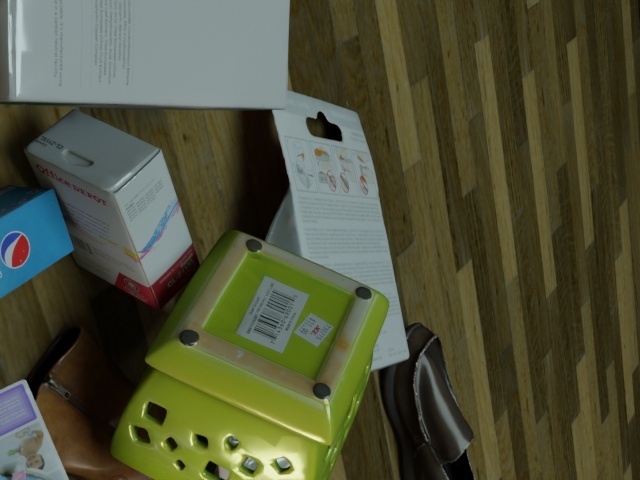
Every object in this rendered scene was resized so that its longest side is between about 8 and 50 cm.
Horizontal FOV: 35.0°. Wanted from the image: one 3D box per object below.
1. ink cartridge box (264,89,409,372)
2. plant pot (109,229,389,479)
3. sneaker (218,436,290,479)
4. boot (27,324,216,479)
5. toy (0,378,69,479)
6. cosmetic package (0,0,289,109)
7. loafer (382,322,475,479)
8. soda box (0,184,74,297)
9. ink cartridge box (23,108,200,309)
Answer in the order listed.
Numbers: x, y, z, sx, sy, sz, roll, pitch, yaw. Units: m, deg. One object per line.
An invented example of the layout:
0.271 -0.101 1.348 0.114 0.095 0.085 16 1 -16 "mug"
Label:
0.000 0.000 1.396 0.308 0.091 0.385 0 76 -66 "ink cartridge box"
-0.064 0.134 1.054 0.207 0.227 0.228 110 6 -46 "plant pot"
-0.085 0.315 1.262 0.130 0.236 0.323 -5 80 -23 "sneaker"
-0.233 0.271 1.091 0.280 0.096 0.264 53 53 -44 "boot"
-0.300 0.268 0.975 0.137 0.056 0.237 -26 110 -23 "toy"
-0.210 -0.205 0.976 0.365 0.197 0.155 -7 100 -54 "cosmetic package"
0.203 0.303 1.704 0.134 0.130 0.366 -41 126 -46 "loafer"
-0.332 0.024 0.938 0.210 0.067 0.071 -40 127 -46 "soda box"
-0.205 -0.030 1.020 0.072 0.127 0.175 -47 147 -29 "ink cartridge box"
